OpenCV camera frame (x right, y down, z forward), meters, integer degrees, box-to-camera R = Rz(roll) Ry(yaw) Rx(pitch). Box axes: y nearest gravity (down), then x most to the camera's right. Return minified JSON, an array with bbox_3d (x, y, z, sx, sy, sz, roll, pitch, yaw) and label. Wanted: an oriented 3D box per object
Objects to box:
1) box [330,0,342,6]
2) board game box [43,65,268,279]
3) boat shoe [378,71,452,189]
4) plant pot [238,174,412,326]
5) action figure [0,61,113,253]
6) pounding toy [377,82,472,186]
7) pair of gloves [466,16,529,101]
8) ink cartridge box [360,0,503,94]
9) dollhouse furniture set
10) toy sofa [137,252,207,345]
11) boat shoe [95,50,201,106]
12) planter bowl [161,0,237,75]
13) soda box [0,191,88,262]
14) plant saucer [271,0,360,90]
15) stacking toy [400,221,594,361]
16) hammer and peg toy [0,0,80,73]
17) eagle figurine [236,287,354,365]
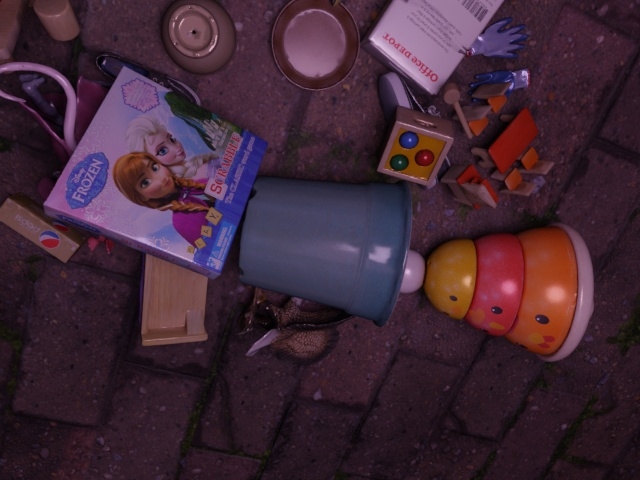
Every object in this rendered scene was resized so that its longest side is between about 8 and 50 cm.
[{"bbox_3d":[0.006,-0.617,0.890,0.087,0.058,0.232,-34,104,-4],"label":"box"},{"bbox_3d":[-0.297,-0.129,0.851,0.318,0.066,0.318,24,65,-21],"label":"board game box"},{"bbox_3d":[0.238,-0.269,1.037,0.105,0.113,0.306,-32,113,-3],"label":"boat shoe"},{"bbox_3d":[0.000,0.000,1.002,0.334,0.341,0.341,10,108,-2],"label":"plant pot"},{"bbox_3d":[-0.474,-0.152,0.908,0.248,0.276,0.370,-8,96,-11],"label":"action figure"},{"bbox_3d":[0.240,-0.224,0.927,0.181,0.094,0.206,16,132,-2],"label":"pounding toy"},{"bbox_3d":[0.430,-0.426,1.055,0.159,0.023,0.198,-13,110,-1],"label":"pair of gloves"},{"bbox_3d":[0.246,-0.492,0.956,0.198,0.115,0.273,32,102,-17],"label":"ink cartridge box"},{"bbox_3d":[0.423,-0.197,1.025,0.259,0.135,0.262,-48,117,-8],"label":"dollhouse furniture set"},{"bbox_3d":[-0.340,0.047,1.014,0.150,0.177,0.362,0,111,-28],"label":"toy sofa"},{"bbox_3d":[-0.374,-0.340,0.945,0.228,0.076,0.080,30,103,-16],"label":"boat shoe"},{"bbox_3d":[-0.259,-0.432,0.912,0.162,0.109,0.162,-3,110,-7],"label":"planter bowl"},{"bbox_3d":[-0.656,-0.030,1.026,0.181,0.058,0.061,40,100,-19],"label":"soda box"},{"bbox_3d":[-0.011,-0.443,0.980,0.198,0.036,0.198,-2,110,-6],"label":"plant saucer"},{"bbox_3d":[0.388,0.108,1.123,0.480,0.350,0.350,6,109,7],"label":"stacking toy"},{"bbox_3d":[-0.621,-0.438,0.800,0.361,0.127,0.266,-1,65,-8],"label":"hammer and peg toy"},{"bbox_3d":[-0.051,0.215,1.128,0.298,0.226,0.225,23,86,-10],"label":"eagle figurine"}]
